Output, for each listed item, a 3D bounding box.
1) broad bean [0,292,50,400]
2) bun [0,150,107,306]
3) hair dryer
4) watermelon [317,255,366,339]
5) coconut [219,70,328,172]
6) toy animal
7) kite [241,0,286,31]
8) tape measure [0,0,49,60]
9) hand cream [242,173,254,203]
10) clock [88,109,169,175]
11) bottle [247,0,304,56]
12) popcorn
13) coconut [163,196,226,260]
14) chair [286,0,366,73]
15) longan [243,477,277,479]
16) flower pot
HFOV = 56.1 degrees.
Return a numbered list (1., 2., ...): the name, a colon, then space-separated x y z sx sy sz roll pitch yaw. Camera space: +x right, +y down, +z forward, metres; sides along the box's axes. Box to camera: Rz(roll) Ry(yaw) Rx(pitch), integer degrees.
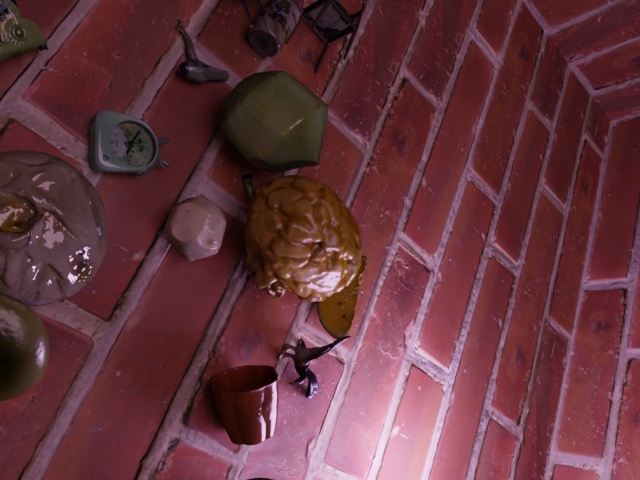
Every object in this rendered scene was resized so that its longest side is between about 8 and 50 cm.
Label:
1. broad bean: -0.703 0.213 1.249 0.238 0.119 0.291 -35 118 -5
2. bun: -0.638 -0.034 1.330 0.365 0.219 0.365 5 81 -38
3. hair dryer: -0.352 -0.547 1.782 0.167 0.067 0.199 13 59 -47
4. watermelon: 0.070 0.190 1.930 0.123 0.129 0.301 34 57 -33
5. coconut: -0.122 -0.336 1.772 0.328 0.281 0.328 31 29 -19
6. toy animal: -0.057 0.375 1.783 0.197 0.160 0.272 -16 130 -47
7. kite: -0.205 -0.780 1.860 0.204 0.022 0.360 -5 60 -34
8. tape measure: -0.765 -0.489 1.383 0.200 0.106 0.175 -40 121 -35
9. hand cream: -0.213 -0.142 1.828 0.036 0.023 0.122 -7 83 -40
10. clock: -0.499 -0.244 1.581 0.211 0.066 0.159 8 77 -39
11. bottle: -0.132 -0.717 1.937 0.120 0.120 0.253 41 59 -27
12. popcorn: -0.047 -0.010 1.730 0.354 0.390 0.344 12 54 -5
13. coconut: -0.339 -0.025 1.618 0.161 0.161 0.162 34 64 -30
14. chair: 0.029 -0.739 2.036 0.166 0.188 0.272 40 63 -28
15. longan: -0.169 0.767 1.524 0.319 0.319 0.319 8 77 -38
16. flower pot: -0.197 0.453 1.646 0.190 0.190 0.173 -17 106 -40
